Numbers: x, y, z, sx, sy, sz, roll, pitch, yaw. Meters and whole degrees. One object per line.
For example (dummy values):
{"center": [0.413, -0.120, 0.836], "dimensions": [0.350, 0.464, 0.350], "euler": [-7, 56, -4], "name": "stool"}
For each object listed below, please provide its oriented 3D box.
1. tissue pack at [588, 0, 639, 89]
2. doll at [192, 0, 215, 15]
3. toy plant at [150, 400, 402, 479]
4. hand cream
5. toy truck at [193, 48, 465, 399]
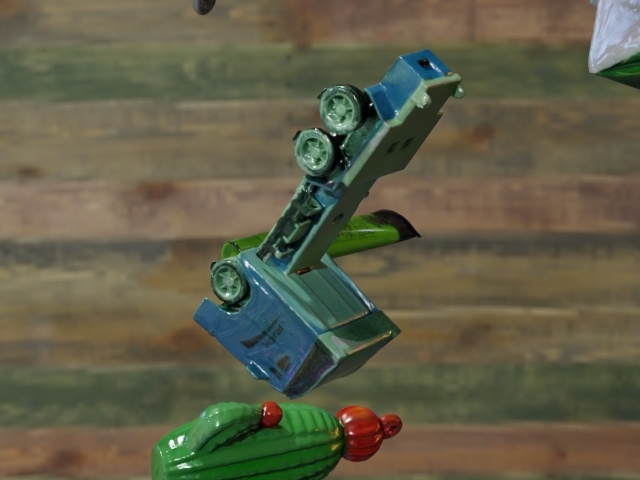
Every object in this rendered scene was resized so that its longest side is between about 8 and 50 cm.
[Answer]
{"center": [0.268, -0.146, 1.123], "dimensions": [0.209, 0.148, 0.156], "euler": [16, -19, -25], "name": "tissue pack"}
{"center": [-0.096, -0.201, 1.025], "dimensions": [0.057, 0.227, 0.114], "euler": [20, 72, 25], "name": "doll"}
{"center": [-0.049, 0.208, 1.746], "dimensions": [0.240, 0.154, 0.088], "euler": [9, 42, -40], "name": "toy plant"}
{"center": [0.000, 0.000, 1.027], "dimensions": [0.122, 0.023, 0.036], "euler": [-13, 30, -35], "name": "hand cream"}
{"center": [0.017, -0.005, 0.855], "dimensions": [0.081, 0.175, 0.067], "euler": [45, 31, 17], "name": "toy truck"}
